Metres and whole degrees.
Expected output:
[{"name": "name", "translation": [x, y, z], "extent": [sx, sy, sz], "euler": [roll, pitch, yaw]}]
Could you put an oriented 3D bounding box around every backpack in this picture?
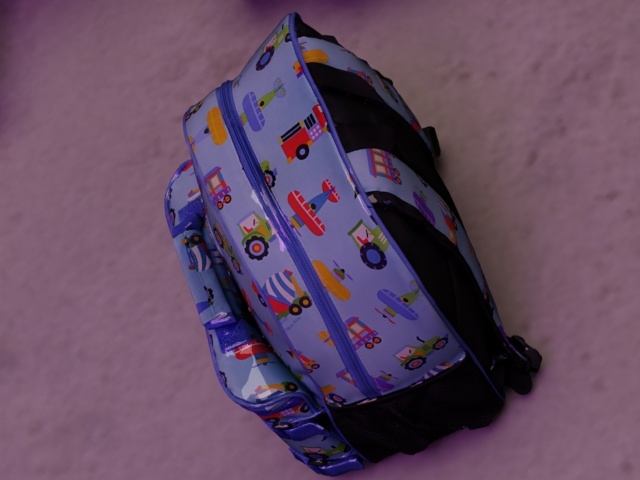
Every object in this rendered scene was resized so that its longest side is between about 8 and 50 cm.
[{"name": "backpack", "translation": [0.000, 0.000, 0.780], "extent": [0.117, 0.173, 0.158], "euler": [-26, 62, 8]}]
